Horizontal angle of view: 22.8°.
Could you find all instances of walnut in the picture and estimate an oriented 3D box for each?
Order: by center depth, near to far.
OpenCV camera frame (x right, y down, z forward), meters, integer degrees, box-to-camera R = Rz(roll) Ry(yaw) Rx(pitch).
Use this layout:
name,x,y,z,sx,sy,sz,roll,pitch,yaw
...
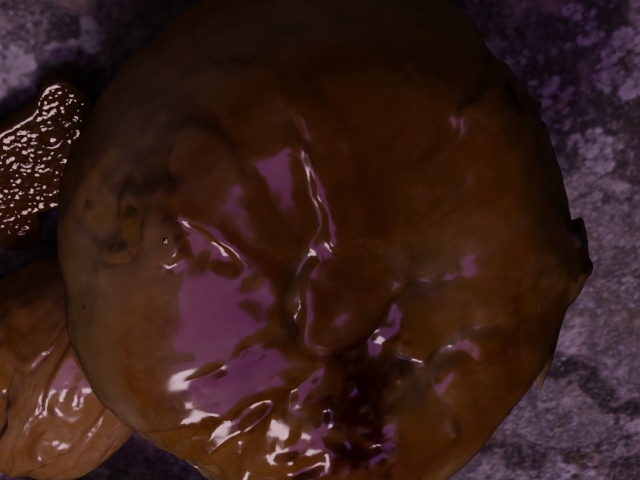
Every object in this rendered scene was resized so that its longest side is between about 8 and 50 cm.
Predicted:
name,x,y,z,sx,sy,sz,roll,pitch,yaw
walnut,-0.213,0.104,1.274,0.159,0.159,0.207,13,124,-24

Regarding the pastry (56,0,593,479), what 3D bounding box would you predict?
name,x,y,z,sx,sy,sz,roll,pitch,yaw
pastry,0.000,0.000,1.158,0.409,0.245,0.409,-7,111,-20

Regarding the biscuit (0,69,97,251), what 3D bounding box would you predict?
name,x,y,z,sx,sy,sz,roll,pitch,yaw
biscuit,-0.248,-0.050,1.214,0.205,0.031,0.138,-28,129,9
